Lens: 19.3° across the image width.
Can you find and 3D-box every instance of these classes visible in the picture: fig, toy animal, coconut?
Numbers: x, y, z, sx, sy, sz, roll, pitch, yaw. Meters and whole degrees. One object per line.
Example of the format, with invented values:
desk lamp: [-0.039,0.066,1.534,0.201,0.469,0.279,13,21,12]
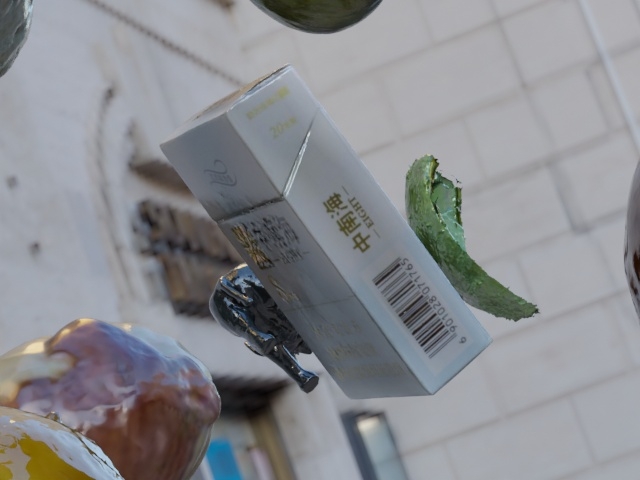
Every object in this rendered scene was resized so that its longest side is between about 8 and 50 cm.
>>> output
fig: [-0.062,-0.239,1.477,0.245,0.149,0.149,2,-16,-15]
toy animal: [-0.039,0.104,2.126,0.082,0.137,0.269,-51,-28,-3]
coconut: [0.101,-0.004,1.459,0.055,0.133,0.158,-36,33,7]

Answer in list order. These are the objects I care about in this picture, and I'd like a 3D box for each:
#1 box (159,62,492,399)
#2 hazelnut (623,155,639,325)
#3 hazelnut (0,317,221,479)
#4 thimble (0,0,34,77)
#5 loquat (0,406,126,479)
box: [0.000,0.000,1.333,0.067,0.243,0.155,-40,8,-22]
hazelnut: [0.447,-0.015,1.496,0.402,0.402,0.429,-12,-40,-40]
hazelnut: [-0.224,0.204,1.810,0.261,0.241,0.261,-23,-21,-9]
thimble: [-0.396,-0.255,1.717,0.291,0.291,0.195,-18,-32,-13]
loquat: [-0.259,0.265,1.290,0.328,0.328,0.328,-20,-10,-3]
